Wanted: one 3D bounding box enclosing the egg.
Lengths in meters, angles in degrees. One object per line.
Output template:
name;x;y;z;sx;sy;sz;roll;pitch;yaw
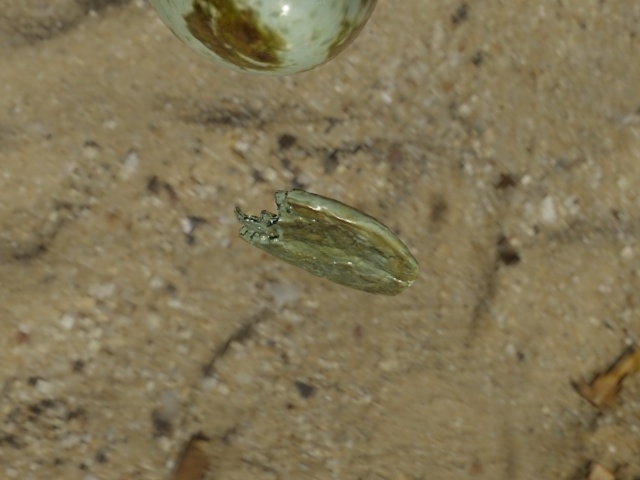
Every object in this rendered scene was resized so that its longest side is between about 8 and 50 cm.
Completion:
egg;-0.037;-0.191;1.048;0.169;0.169;0.231;-36;34;12

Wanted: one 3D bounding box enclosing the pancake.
pancake;0.005;0.004;1.000;0.129;0.116;0.022;-11;54;60
